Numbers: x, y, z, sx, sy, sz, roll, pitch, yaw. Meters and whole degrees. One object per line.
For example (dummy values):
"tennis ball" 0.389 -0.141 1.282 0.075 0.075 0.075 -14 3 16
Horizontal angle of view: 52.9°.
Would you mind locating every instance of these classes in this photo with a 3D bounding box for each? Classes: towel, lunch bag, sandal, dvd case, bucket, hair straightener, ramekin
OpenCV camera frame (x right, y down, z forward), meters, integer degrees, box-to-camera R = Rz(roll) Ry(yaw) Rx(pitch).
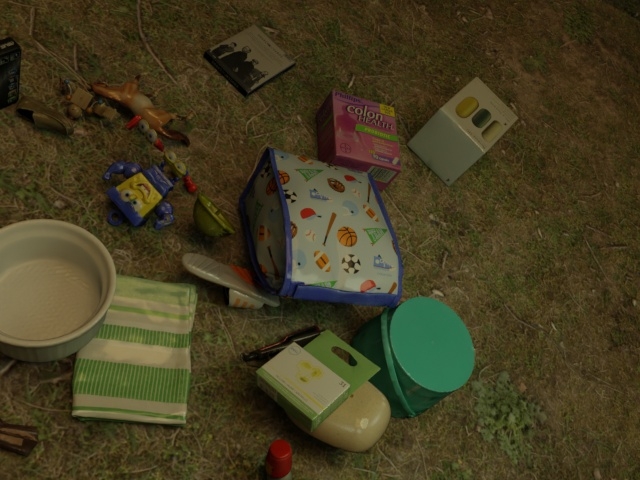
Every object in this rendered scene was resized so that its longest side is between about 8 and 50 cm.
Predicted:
"towel" -0.393 0.228 1.381 0.248 0.038 0.324 10 58 -22
"lunch bag" 0.000 0.000 1.570 0.328 0.239 0.385 8 43 -29
"sandal" -0.220 0.106 1.518 0.265 0.076 0.102 25 22 -27
"dvd case" -0.210 -0.548 1.944 0.179 0.029 0.239 44 51 2
"bucket" 0.228 0.282 1.588 0.281 0.183 0.281 13 56 -21
"hair straightener" -0.078 0.250 1.502 0.231 0.089 0.047 -9 104 -32
"ramekin" -0.555 0.106 1.285 0.277 0.135 0.277 9 57 -15

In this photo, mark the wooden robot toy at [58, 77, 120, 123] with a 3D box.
"wooden robot toy" -0.592 -0.331 1.603 0.173 0.076 0.079 32 87 -8

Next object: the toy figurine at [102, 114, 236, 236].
"toy figurine" -0.396 -0.090 1.539 0.217 0.191 0.362 -41 93 -8

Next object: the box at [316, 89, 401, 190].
"box" 0.111 -0.295 1.910 0.214 0.117 0.242 11 57 -22

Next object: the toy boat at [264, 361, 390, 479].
"toy boat" -0.015 0.407 1.414 0.268 0.148 0.318 30 46 24

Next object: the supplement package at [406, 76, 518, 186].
"supplement package" 0.459 -0.353 2.078 0.199 0.198 0.263 46 52 2

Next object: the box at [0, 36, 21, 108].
"box" -0.758 -0.345 1.426 0.045 0.190 0.184 44 51 3

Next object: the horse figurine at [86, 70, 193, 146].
"horse figurine" -0.444 -0.343 1.662 0.263 0.066 0.174 45 36 3

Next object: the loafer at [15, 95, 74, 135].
"loafer" -0.659 -0.288 1.535 0.148 0.056 0.050 28 53 1

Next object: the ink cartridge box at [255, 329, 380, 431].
"ink cartridge box" -0.001 0.284 1.405 0.171 0.056 0.235 34 49 28

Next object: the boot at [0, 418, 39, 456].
"boot" -0.581 0.343 1.211 0.114 0.037 0.106 17 69 -15
